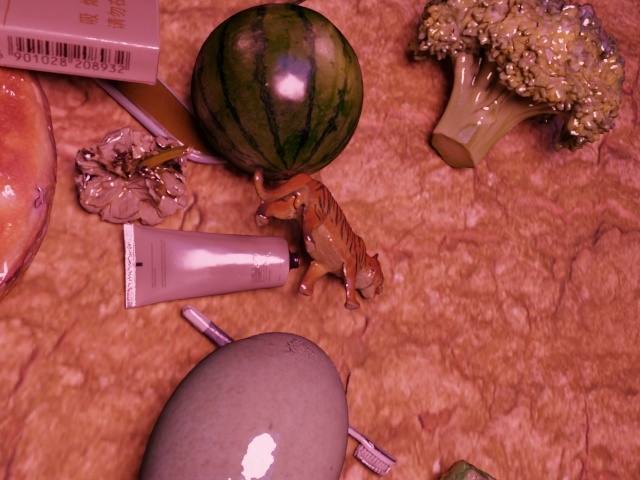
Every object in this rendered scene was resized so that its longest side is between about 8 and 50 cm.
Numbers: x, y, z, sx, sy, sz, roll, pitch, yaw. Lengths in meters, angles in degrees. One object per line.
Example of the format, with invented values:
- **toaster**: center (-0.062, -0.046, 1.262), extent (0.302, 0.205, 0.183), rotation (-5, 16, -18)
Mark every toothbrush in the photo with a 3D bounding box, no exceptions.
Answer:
- **toothbrush**: center (-0.033, 0.161, 0.707), extent (0.288, 0.024, 0.026), rotation (40, 73, -10)

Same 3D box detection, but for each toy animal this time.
- **toy animal**: center (0.000, 0.000, 0.717), extent (0.241, 0.057, 0.099), rotation (54, 38, -34)

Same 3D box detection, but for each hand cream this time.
- **hand cream**: center (-0.111, 0.024, 0.703), extent (0.186, 0.054, 0.087), rotation (-1, 85, -21)

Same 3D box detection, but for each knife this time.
- **knife**: center (-0.232, -0.199, 0.736), extent (0.343, 0.027, 0.061), rotation (43, 54, -7)

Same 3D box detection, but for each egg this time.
- **egg**: center (-0.065, 0.188, 0.592), extent (0.169, 0.169, 0.236), rotation (34, 56, -13)

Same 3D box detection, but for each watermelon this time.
- **watermelon**: center (-0.048, -0.171, 0.726), extent (0.188, 0.188, 0.214), rotation (1, 70, -27)

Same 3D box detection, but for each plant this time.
- **plant**: center (-0.177, -0.068, 0.665), extent (0.117, 0.122, 0.104), rotation (-19, 92, -38)

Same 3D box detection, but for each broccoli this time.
- **broccoli**: center (0.259, -0.234, 0.891), extent (0.288, 0.235, 0.260), rotation (30, 51, 28)

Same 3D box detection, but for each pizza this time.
- **pizza**: center (-0.324, -0.048, 0.597), extent (0.161, 0.086, 0.305), rotation (27, 57, -35)

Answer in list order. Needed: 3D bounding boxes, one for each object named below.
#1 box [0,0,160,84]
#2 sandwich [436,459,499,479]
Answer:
- **box**: center (-0.340, -0.247, 0.624), extent (0.366, 0.051, 0.204), rotation (2, 50, -19)
- **sandwich**: center (0.167, 0.325, 0.671), extent (0.109, 0.160, 0.184), rotation (45, 64, -28)
